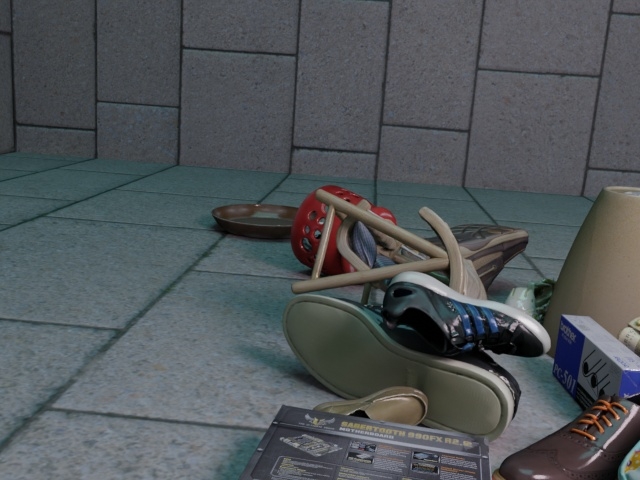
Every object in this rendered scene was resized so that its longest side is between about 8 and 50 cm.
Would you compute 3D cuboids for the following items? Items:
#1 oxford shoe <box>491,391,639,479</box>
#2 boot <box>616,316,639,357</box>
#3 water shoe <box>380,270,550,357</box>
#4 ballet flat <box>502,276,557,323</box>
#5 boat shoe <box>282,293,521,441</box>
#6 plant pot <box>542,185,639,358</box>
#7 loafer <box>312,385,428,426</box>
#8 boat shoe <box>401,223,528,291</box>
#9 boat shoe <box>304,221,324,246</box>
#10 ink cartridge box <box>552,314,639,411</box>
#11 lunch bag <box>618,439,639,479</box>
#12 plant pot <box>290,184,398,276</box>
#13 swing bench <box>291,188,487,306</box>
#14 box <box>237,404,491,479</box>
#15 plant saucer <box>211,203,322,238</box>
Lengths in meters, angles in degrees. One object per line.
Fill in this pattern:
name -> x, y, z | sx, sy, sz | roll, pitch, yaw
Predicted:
oxford shoe -> 0.288, 0.213, 0.737 | 0.271, 0.099, 0.096 | -3, 15, -36
boot -> 0.458, 0.166, 0.857 | 0.261, 0.095, 0.203 | 16, 12, -45
water shoe -> 0.169, 0.110, 0.821 | 0.203, 0.073, 0.080 | 21, 52, 10
ballet flat -> 0.377, 0.117, 1.257 | 0.091, 0.077, 0.241 | 4, 10, 37
boat shoe -> 0.106, 0.151, 0.912 | 0.339, 0.127, 0.113 | 14, 15, 33
plant pot -> 0.506, 0.057, 1.116 | 0.256, 0.274, 0.256 | 4, 12, -1
loafer -> 0.062, 0.211, 0.803 | 0.147, 0.056, 0.050 | -10, 16, -14
boat shoe -> 0.303, 0.046, 1.439 | 0.355, 0.130, 0.132 | -13, 16, -35
boat shoe -> 0.000, 0.000, 1.716 | 0.063, 0.066, 0.184 | -4, 25, -37
ink cartridge box -> 0.376, 0.179, 0.932 | 0.046, 0.097, 0.207 | 4, 12, -2
lunch bag -> 0.420, 0.235, 0.576 | 0.224, 0.108, 0.279 | -25, 28, -35
plant pot -> 0.059, -0.005, 1.475 | 0.174, 0.191, 0.191 | 26, 24, 38
swing bench -> 0.130, 0.050, 1.079 | 0.254, 0.165, 0.253 | 8, -14, 23
box -> 0.047, 0.237, 0.664 | 0.230, 0.056, 0.183 | 6, 12, 10
plant saucer -> -0.149, -0.053, 1.918 | 0.310, 0.050, 0.310 | 4, 12, -1
